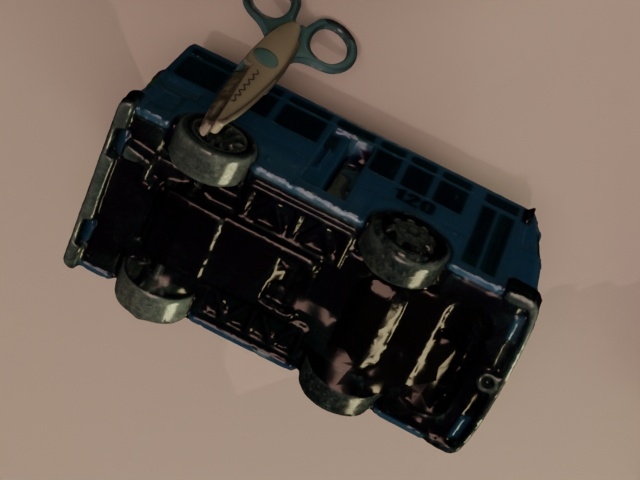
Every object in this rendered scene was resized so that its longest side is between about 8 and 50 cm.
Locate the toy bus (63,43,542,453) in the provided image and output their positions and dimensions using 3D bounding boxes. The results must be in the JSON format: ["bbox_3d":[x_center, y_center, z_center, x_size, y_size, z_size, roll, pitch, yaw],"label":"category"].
[{"bbox_3d":[0.000,0.000,0.633,0.184,0.106,0.090,27,119,2],"label":"toy bus"}]

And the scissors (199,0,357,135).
[{"bbox_3d":[-0.023,-0.073,0.617,0.058,0.119,0.014,39,127,-3],"label":"scissors"}]
